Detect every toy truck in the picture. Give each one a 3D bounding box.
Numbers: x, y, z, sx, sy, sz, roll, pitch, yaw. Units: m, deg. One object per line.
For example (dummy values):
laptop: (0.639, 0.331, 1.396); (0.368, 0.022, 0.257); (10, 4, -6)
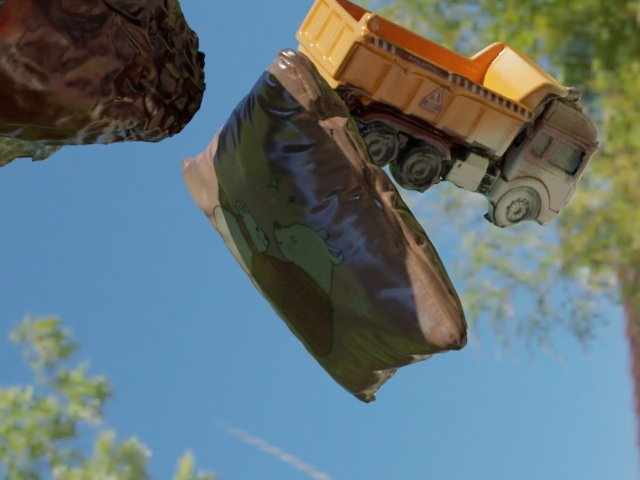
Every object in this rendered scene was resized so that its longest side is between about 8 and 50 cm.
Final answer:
toy truck: (0.102, -0.111, 1.490); (0.270, 0.114, 0.135); (22, -72, -32)

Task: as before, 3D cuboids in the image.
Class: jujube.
jujube: (-0.166, -0.130, 1.113); (0.236, 0.168, 0.168); (27, -107, -48)

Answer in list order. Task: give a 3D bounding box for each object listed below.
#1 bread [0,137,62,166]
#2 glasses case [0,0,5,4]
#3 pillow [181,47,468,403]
bread: (-0.338, -0.127, 1.640); (0.088, 0.232, 0.128); (-111, 20, -60)
glasses case: (-0.144, -0.229, 0.874); (0.122, 0.082, 0.321); (7, -52, -49)
pillow: (0.000, 0.000, 1.242); (0.084, 0.236, 0.223); (-31, -7, -24)
